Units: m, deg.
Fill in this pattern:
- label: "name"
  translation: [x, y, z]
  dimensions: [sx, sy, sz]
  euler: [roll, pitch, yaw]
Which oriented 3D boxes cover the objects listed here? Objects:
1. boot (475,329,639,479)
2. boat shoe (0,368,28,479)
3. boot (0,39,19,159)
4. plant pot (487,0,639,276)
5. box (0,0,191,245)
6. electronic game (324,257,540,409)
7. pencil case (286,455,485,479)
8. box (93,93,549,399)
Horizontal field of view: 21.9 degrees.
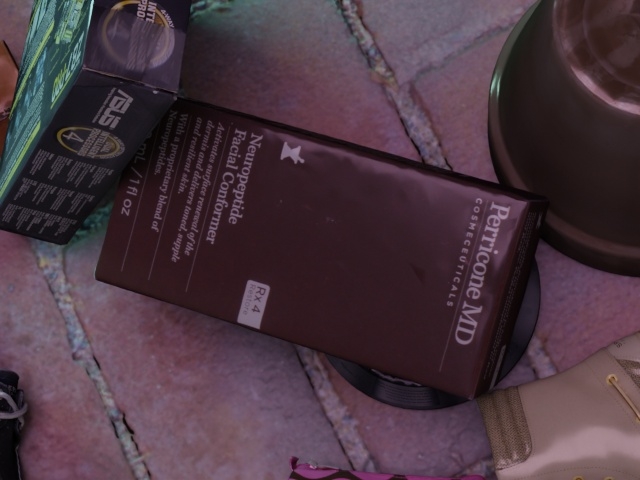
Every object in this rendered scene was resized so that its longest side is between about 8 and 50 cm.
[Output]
- label: "boot"
  translation: [0.269, 0.227, 1.519]
  dimensions: [0.203, 0.095, 0.262]
  euler: [-21, 71, 2]
- label: "boat shoe"
  translation: [-0.340, 0.166, 1.633]
  dimensions: [0.102, 0.108, 0.301]
  euler: [-32, 65, 1]
- label: "boot"
  translation: [-0.447, -0.128, 1.732]
  dimensions: [0.280, 0.096, 0.264]
  euler: [-34, 72, -2]
- label: "plant pot"
  translation: [0.311, -0.152, 1.524]
  dimensions: [0.323, 0.280, 0.323]
  euler: [-2, 75, 7]
- label: "box"
  translation: [-0.207, -0.208, 1.546]
  dimensions: [0.097, 0.395, 0.318]
  euler: [16, 65, -17]
- label: "electronic game"
  translation: [0.100, 0.051, 1.619]
  dimensions: [0.229, 0.048, 0.229]
  euler: [-2, 81, 12]
- label: "pencil case"
  translation: [0.065, 0.258, 1.547]
  dimensions: [0.209, 0.095, 0.098]
  euler: [3, 73, 7]
- label: "box"
  translation: [0.000, 0.000, 1.541]
  dimensions: [0.381, 0.143, 0.191]
  euler: [16, 96, 13]
